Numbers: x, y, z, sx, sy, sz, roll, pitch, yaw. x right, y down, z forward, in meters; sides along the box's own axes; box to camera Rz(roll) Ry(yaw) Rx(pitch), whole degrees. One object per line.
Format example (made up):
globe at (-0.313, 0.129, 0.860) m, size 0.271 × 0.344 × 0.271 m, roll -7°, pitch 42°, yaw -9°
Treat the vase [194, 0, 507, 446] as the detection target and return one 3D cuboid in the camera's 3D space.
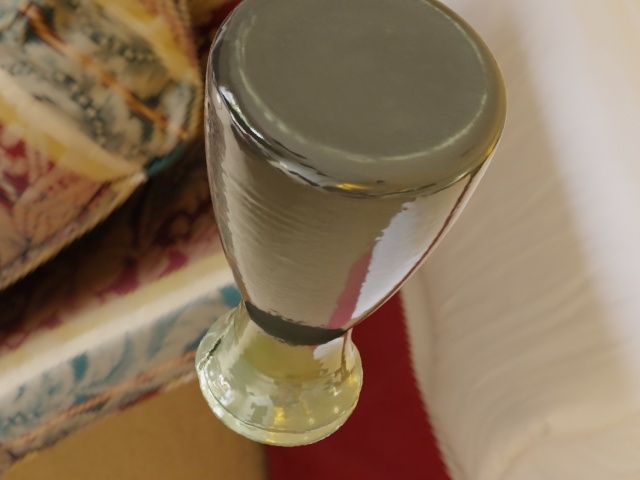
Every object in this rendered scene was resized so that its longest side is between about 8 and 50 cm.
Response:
vase at (0.000, 0.000, 1.019) m, size 0.173 × 0.321 × 0.173 m, roll 5°, pitch 51°, yaw -7°
